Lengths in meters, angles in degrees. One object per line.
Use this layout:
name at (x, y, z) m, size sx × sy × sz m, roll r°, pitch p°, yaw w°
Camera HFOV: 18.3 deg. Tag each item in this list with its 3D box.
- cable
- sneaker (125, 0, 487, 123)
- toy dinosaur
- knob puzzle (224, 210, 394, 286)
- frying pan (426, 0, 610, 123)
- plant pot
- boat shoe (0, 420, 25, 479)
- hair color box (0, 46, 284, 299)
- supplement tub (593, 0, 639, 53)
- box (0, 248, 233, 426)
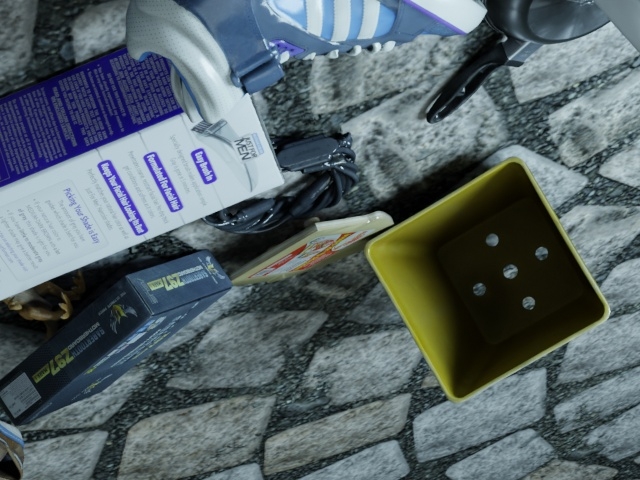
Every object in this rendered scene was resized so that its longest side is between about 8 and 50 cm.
cable at (-0.049, -0.059, 2.137) m, size 0.184 × 0.047 × 0.150 m, roll -19°, pitch 156°, yaw -13°
sneaker at (-0.027, -0.196, 1.787) m, size 0.323 × 0.130 × 0.236 m, roll 20°, pitch 118°, yaw -43°
toy dinosaur at (-0.310, 0.069, 2.159) m, size 0.112 × 0.064 × 0.211 m, roll -5°, pitch 155°, yaw 24°
knob puzzle at (0.000, 0.000, 2.264) m, size 0.213 × 0.030 × 0.213 m, roll -20°, pitch 169°, yaw -4°
frying pan at (0.208, -0.230, 2.029) m, size 0.326 × 0.053 × 0.197 m, roll -36°, pitch 148°, yaw 16°
plant pot at (0.207, 0.042, 2.319) m, size 0.212 × 0.212 × 0.187 m, roll -31°, pitch 174°, yaw 13°
boat shoe at (-0.405, 0.243, 2.356) m, size 0.066 × 0.066 × 0.183 m, roll -32°, pitch 150°, yaw 16°
hair color box at (-0.221, -0.074, 1.913) m, size 0.339 × 0.110 × 0.185 m, roll -21°, pitch 150°, yaw -1°
supplement tub at (0.403, -0.295, 1.838) m, size 0.316 × 0.228 × 0.228 m, roll -41°, pitch 148°, yaw 11°
box at (-0.229, 0.107, 2.200) m, size 0.233 × 0.059 × 0.183 m, roll -38°, pitch 172°, yaw 25°
